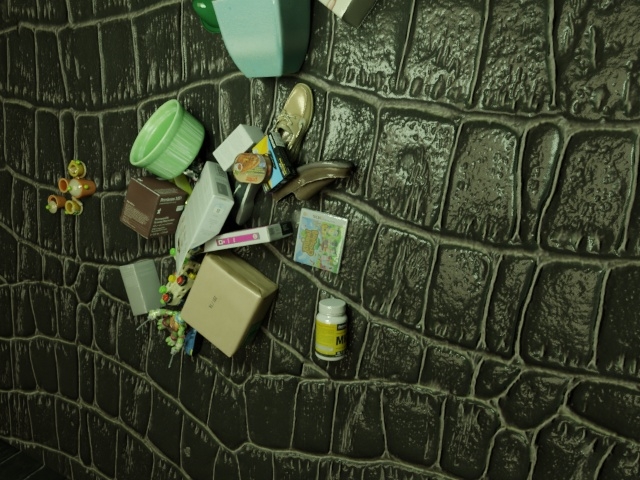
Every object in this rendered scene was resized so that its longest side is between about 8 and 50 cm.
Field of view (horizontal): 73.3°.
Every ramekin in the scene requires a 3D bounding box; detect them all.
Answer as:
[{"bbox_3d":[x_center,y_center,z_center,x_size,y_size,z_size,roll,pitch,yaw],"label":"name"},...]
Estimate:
[{"bbox_3d":[-0.599,-0.390,1.704,0.304,0.148,0.303,-24,49,31],"label":"ramekin"}]

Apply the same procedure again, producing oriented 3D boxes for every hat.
[{"bbox_3d":[-0.447,-0.884,1.594,0.209,0.184,0.172,5,102,25],"label":"hat"}]

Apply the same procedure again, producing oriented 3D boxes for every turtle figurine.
[{"bbox_3d":[-0.686,0.401,1.886,0.198,0.274,0.266,29,151,-10],"label":"turtle figurine"}]

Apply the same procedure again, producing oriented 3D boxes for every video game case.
[{"bbox_3d":[0.000,0.000,1.626,0.194,0.023,0.212,16,105,23],"label":"video game case"}]

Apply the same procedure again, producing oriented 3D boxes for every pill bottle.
[{"bbox_3d":[0.041,0.331,1.610,0.119,0.119,0.208,7,102,24],"label":"pill bottle"}]

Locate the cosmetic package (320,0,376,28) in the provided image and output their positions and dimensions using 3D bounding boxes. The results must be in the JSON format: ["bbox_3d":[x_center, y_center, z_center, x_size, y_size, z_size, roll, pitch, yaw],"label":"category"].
[{"bbox_3d":[0.028,-0.843,1.396,0.296,0.153,0.129,45,116,14],"label":"cosmetic package"}]

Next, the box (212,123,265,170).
[{"bbox_3d":[-0.300,-0.351,1.648,0.171,0.130,0.091,-38,81,25],"label":"box"}]

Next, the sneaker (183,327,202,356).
[{"bbox_3d":[-0.577,0.426,1.950,0.082,0.069,0.209,28,110,23],"label":"sneaker"}]

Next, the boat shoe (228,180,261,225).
[{"bbox_3d":[-0.295,-0.204,1.681,0.091,0.114,0.302,31,110,11],"label":"boat shoe"}]

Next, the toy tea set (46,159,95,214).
[{"bbox_3d":[-1.258,-0.234,2.127,0.336,0.124,0.200,-44,79,25],"label":"toy tea set"}]

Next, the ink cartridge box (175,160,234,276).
[{"bbox_3d":[-0.471,-0.082,1.705,0.384,0.091,0.308,-59,32,23],"label":"ink cartridge box"}]

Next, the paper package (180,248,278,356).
[{"bbox_3d":[-0.374,0.251,1.769,0.310,0.168,0.324,34,111,17],"label":"paper package"}]

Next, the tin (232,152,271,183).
[{"bbox_3d":[-0.244,-0.257,1.537,0.190,0.040,0.106,13,99,41],"label":"tin"}]

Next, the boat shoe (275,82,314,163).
[{"bbox_3d":[-0.109,-0.419,1.562,0.109,0.098,0.302,26,109,19],"label":"boat shoe"}]

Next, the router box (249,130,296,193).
[{"bbox_3d":[-0.171,-0.275,1.527,0.133,0.046,0.178,-34,71,35],"label":"router box"}]

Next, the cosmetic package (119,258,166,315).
[{"bbox_3d":[-0.823,0.216,1.999,0.107,0.127,0.237,-11,92,26],"label":"cosmetic package"}]

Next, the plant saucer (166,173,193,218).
[{"bbox_3d":[-0.643,-0.188,1.887,0.188,0.045,0.188,-28,86,27],"label":"plant saucer"}]

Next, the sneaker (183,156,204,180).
[{"bbox_3d":[-0.512,-0.301,1.745,0.072,0.178,0.077,30,104,-21],"label":"sneaker"}]

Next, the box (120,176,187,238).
[{"bbox_3d":[-0.697,-0.141,1.800,0.167,0.168,0.203,31,111,18],"label":"box"}]

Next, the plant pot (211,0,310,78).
[{"bbox_3d":[-0.180,-0.699,1.479,0.248,0.247,0.252,7,120,24],"label":"plant pot"}]

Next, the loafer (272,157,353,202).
[{"bbox_3d":[-0.037,-0.212,1.558,0.366,0.134,0.130,-7,99,36],"label":"loafer"}]

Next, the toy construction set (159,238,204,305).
[{"bbox_3d":[-0.613,0.157,1.858,0.215,0.151,0.327,51,120,40],"label":"toy construction set"}]

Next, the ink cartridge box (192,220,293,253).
[{"bbox_3d":[-0.310,-0.010,1.686,0.371,0.176,0.069,-11,95,27],"label":"ink cartridge box"}]
